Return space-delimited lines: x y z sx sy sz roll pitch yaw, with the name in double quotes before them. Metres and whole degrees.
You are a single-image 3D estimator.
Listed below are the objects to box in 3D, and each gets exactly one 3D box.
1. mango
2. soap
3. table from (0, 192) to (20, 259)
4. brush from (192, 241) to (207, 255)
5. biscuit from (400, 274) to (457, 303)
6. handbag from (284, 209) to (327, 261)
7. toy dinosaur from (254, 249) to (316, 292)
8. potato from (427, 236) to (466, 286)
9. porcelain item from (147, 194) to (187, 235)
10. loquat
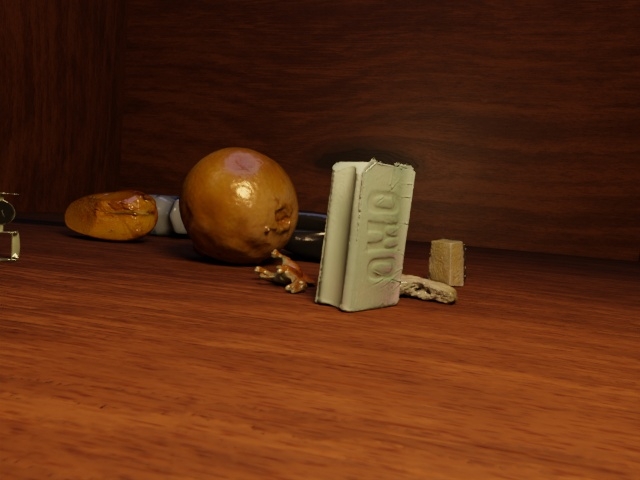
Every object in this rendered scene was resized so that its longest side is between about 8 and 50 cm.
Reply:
"mango" -0.739 -0.079 1.500 0.350 0.201 0.199 -2 -35 20
"soap" 0.084 -0.011 0.761 0.094 0.261 0.150 13 9 41
"table" -0.715 -0.029 0.871 0.175 0.146 0.062 1 5 -36
"brush" -0.369 0.013 1.378 0.070 0.051 0.323 0 6 -29
"biscuit" 0.175 0.095 0.936 0.188 0.040 0.265 4 3 -43
"handbag" 0.000 0.000 1.423 0.343 0.152 0.288 8 -7 6
"toy dinosaur" -0.058 0.068 0.939 0.142 0.057 0.212 19 11 24
"potato" 0.325 0.055 1.108 0.061 0.122 0.086 -7 9 -38
"porcelain item" -0.680 -0.110 1.884 0.405 0.178 0.243 5 4 39
"loquat" -0.220 -0.091 1.174 0.329 0.328 0.328 5 4 0
